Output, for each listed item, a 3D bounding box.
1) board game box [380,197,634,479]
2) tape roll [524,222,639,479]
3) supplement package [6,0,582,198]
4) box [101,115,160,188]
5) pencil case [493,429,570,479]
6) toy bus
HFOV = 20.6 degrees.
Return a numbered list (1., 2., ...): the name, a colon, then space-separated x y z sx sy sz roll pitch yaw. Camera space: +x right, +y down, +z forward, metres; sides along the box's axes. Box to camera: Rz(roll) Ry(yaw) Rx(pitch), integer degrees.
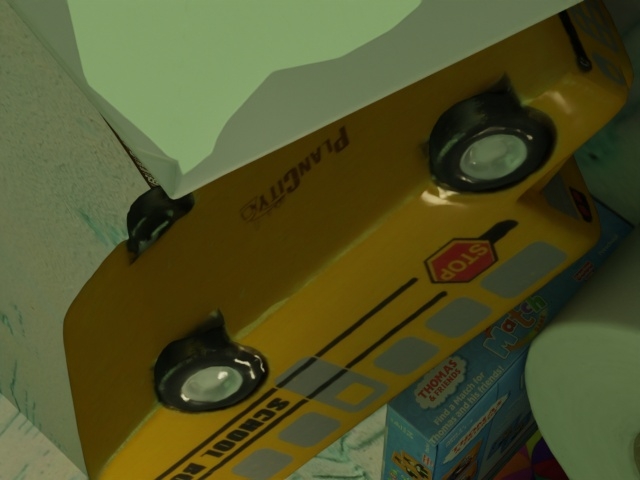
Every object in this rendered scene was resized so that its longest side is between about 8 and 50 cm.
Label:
1. board game box: 0.098 0.083 0.978 0.039 0.160 0.211 40 160 16
2. tape roll: 0.236 0.108 0.842 0.286 0.100 0.286 38 160 16
3. supplement package: 0.014 -0.169 0.482 0.262 0.145 0.204 -24 115 35
4. box: -0.031 -0.047 1.127 0.293 0.057 0.201 21 149 49
5. pencil case: 0.147 0.185 1.053 0.104 0.104 0.236 52 -169 -21
6. toy bus: 0.011 0.003 0.826 0.130 0.332 0.108 24 -143 -40
